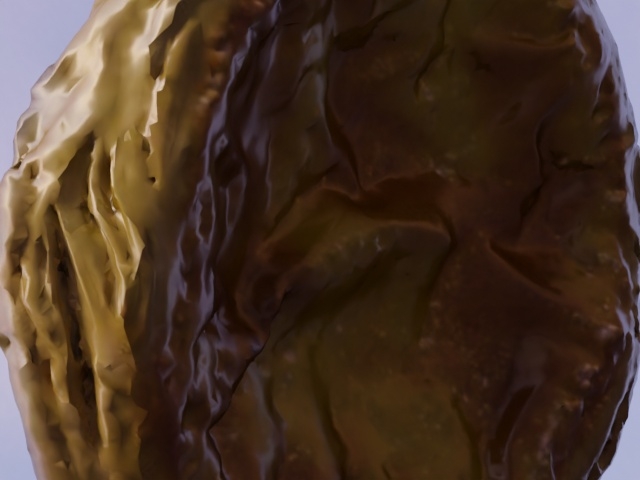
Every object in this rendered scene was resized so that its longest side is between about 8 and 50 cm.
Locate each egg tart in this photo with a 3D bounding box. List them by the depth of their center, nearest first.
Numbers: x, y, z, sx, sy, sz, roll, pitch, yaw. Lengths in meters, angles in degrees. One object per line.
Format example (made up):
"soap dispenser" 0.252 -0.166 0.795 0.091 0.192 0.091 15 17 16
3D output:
"egg tart" 0.000 0.001 0.652 0.341 0.132 0.341 -2 -88 -47
